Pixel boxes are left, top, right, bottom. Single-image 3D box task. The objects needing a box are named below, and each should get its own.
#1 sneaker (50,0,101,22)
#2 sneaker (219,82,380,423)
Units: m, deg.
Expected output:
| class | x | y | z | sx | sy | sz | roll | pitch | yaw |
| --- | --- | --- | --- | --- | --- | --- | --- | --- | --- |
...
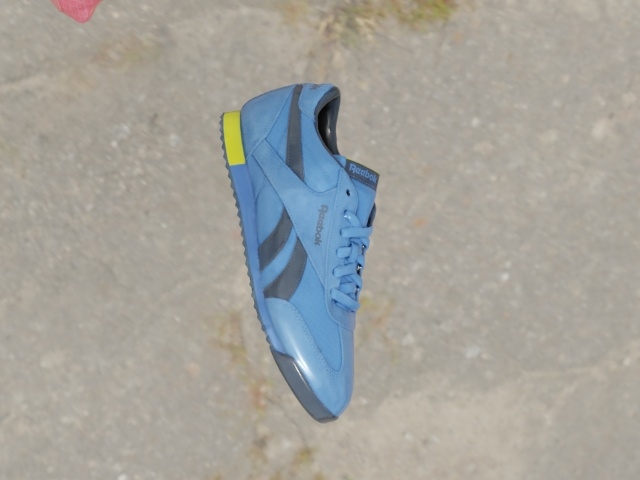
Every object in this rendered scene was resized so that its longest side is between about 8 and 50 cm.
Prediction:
| class | x | y | z | sx | sy | sz | roll | pitch | yaw |
| --- | --- | --- | --- | --- | --- | --- | --- | --- | --- |
| sneaker | -0.133 | -0.308 | 1.284 | 0.313 | 0.116 | 0.136 | -23 | 115 | 8 |
| sneaker | 0.000 | 0.000 | 0.802 | 0.082 | 0.209 | 0.069 | -17 | 156 | 11 |
